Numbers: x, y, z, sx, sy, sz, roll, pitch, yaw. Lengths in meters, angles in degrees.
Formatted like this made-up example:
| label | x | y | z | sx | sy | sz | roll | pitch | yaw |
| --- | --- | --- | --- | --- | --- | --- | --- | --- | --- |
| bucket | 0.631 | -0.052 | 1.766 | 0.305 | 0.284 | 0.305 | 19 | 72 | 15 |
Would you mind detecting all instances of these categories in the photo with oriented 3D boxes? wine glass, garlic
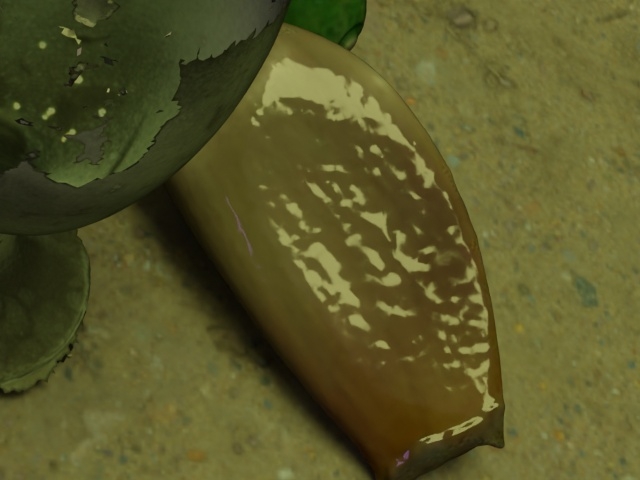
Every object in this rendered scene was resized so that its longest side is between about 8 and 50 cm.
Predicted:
| label | x | y | z | sx | sy | sz | roll | pitch | yaw |
| --- | --- | --- | --- | --- | --- | --- | --- | --- | --- |
| wine glass | -0.145 | -0.073 | 0.901 | 0.190 | 0.357 | 0.190 | 12 | 57 | -20 |
| garlic | 0.007 | -0.006 | 1.078 | 0.143 | 0.112 | 0.318 | -31 | 80 | -12 |

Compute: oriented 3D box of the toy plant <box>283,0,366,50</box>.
| label | x | y | z | sx | sy | sz | roll | pitch | yaw |
| --- | --- | --- | --- | --- | --- | --- | --- | --- | --- |
| toy plant | -0.040 | -0.226 | 1.179 | 0.235 | 0.175 | 0.218 | 32 | 53 | -37 |
